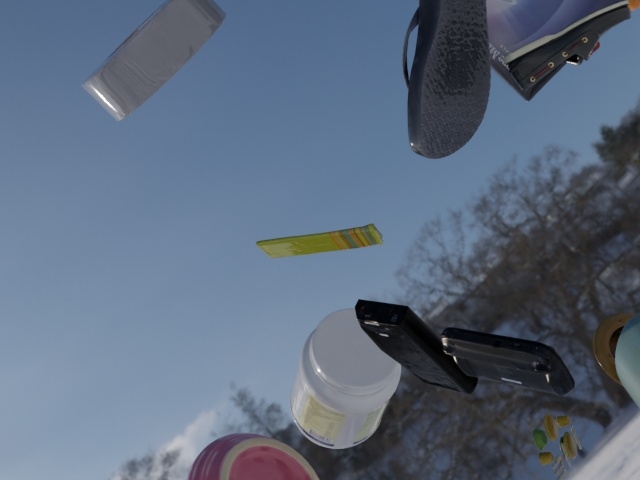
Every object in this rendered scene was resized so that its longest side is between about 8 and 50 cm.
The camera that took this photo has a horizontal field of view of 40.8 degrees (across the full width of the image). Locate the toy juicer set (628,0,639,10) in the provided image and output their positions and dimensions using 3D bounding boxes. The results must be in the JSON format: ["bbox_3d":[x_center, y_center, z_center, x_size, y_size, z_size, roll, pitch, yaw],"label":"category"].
[{"bbox_3d":[0.630,-0.473,1.547,0.209,0.090,0.329,-1,-8,-30],"label":"toy juicer set"}]

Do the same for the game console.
[{"bbox_3d":[0.220,0.176,1.297,0.213,0.361,0.044,44,-114,-34],"label":"game console"}]

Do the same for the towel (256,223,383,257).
[{"bbox_3d":[0.000,0.000,1.696,0.237,0.021,0.102,-8,-20,13],"label":"towel"}]

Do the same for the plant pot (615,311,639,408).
[{"bbox_3d":[0.697,0.257,1.465,0.341,0.341,0.334,-49,22,11],"label":"plant pot"}]

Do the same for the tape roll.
[{"bbox_3d":[-0.235,-0.270,1.214,0.219,0.072,0.219,-37,21,17],"label":"tape roll"}]

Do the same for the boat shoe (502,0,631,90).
[{"bbox_3d":[0.242,-0.188,0.828,0.133,0.042,0.049,-29,1,-3],"label":"boat shoe"}]

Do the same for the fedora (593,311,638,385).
[{"bbox_3d":[0.664,0.248,1.824,0.194,0.194,0.079,-37,-20,-22],"label":"fedora"}]

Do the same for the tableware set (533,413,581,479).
[{"bbox_3d":[0.409,0.349,1.500,0.024,0.104,0.154,-22,0,34],"label":"tableware set"}]

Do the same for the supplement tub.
[{"bbox_3d":[0.058,0.324,2.010,0.235,0.235,0.325,-34,-23,-28],"label":"supplement tub"}]

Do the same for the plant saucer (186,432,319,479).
[{"bbox_3d":[-0.114,0.537,1.781,0.332,0.332,0.084,-19,-25,-51],"label":"plant saucer"}]

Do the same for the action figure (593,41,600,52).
[{"bbox_3d":[0.426,-0.401,1.752,0.139,0.091,0.280,-26,18,-8],"label":"action figure"}]

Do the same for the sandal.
[{"bbox_3d":[0.123,-0.207,0.861,0.097,0.054,0.255,5,-90,-38],"label":"sandal"}]

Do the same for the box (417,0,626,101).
[{"bbox_3d":[0.306,-0.422,1.308,0.294,0.296,0.183,-47,8,17],"label":"box"}]
